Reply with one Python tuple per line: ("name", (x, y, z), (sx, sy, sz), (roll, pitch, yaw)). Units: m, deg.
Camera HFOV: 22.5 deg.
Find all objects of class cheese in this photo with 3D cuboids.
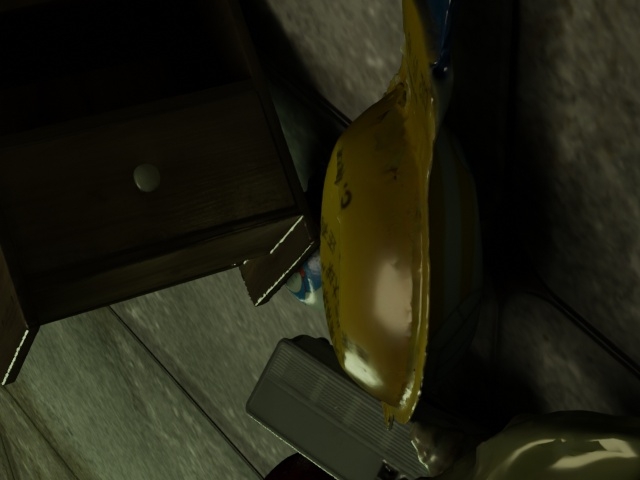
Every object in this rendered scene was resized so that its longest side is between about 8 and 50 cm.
("cheese", (0.000, 0.000, 0.956), (0.095, 0.038, 0.145), (55, 158, 13))
("cheese", (0.040, -0.024, 0.768), (0.177, 0.069, 0.270), (-98, 9, -52))

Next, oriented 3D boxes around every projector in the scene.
("projector", (0.048, 0.113, 0.905), (0.115, 0.061, 0.147), (28, -179, -44))

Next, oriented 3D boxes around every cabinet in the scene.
("cabinet", (-0.125, -0.055, 0.923), (0.148, 0.174, 0.215), (136, 116, -67))

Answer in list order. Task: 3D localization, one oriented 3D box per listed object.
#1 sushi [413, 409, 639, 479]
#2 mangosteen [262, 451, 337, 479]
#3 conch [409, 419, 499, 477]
("sushi", (0.133, 0.249, 0.596), (0.396, 0.240, 0.351), (-7, 122, 36))
("mangosteen", (0.020, 0.193, 1.035), (0.152, 0.152, 0.152), (46, 153, 31))
("conch", (0.149, 0.144, 0.754), (0.233, 0.114, 0.137), (16, 152, 11))
